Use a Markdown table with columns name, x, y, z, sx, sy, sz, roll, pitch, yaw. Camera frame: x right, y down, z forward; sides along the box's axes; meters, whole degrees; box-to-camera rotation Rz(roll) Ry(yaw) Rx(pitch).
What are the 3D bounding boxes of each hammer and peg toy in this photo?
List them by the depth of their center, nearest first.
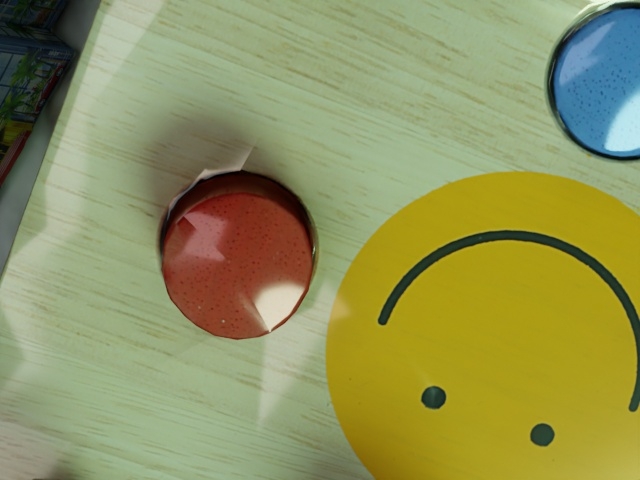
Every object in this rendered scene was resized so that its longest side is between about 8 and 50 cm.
| name | x | y | z | sx | sy | sz | roll | pitch | yaw |
| --- | --- | --- | --- | --- | --- | --- | --- | --- | --- |
| hammer and peg toy | 0.000 | 0.000 | 0.492 | 0.361 | 0.127 | 0.266 | 22 | 102 | -3 |

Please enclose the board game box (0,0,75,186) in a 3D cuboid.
| name | x | y | z | sx | sy | sz | roll | pitch | yaw |
| --- | --- | --- | --- | --- | --- | --- | --- | --- | --- |
| board game box | -0.153 | -0.079 | 0.602 | 0.060 | 0.194 | 0.194 | 40 | 109 | 24 |
